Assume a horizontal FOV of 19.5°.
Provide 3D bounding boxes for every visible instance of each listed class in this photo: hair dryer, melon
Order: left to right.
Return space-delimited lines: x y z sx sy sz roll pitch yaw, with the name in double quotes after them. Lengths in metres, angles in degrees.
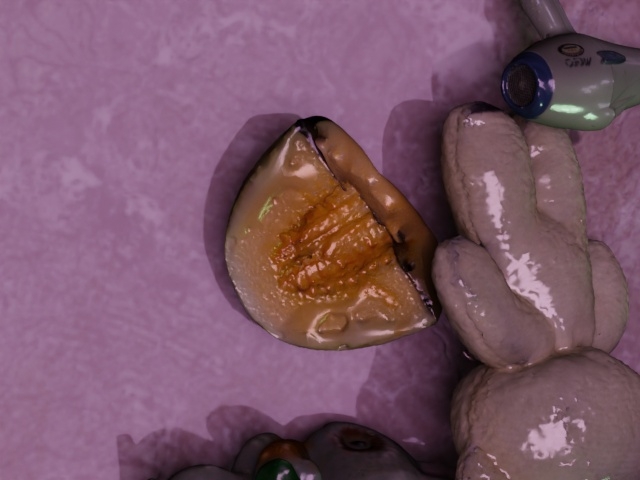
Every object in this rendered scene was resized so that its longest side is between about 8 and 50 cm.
0.000 0.000 1.235 0.128 0.079 0.160 -33 102 10 "melon"
0.176 -0.160 1.272 0.167 0.067 0.199 9 58 -37 "hair dryer"

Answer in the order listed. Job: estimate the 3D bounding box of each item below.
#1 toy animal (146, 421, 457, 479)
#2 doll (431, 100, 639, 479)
0.004 0.181 1.239 0.251 0.127 0.125 -14 86 -26 "toy animal"
0.137 0.046 1.242 0.175 0.149 0.278 -5 82 -19 "doll"
